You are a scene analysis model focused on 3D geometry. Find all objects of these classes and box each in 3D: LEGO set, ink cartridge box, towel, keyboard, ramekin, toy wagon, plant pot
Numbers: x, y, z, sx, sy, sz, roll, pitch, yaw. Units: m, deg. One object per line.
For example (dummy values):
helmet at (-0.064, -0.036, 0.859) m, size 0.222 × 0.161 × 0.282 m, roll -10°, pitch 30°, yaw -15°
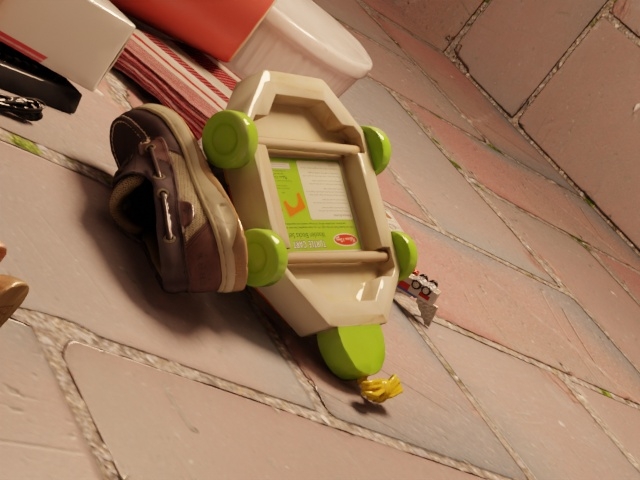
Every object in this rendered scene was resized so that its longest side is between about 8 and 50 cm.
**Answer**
LEGO set at (0.040, 0.016, 1.900) m, size 0.182 × 0.060 × 0.244 m, roll 15°, pitch 24°, yaw -28°
ink cartridge box at (-0.319, -0.270, 1.700) m, size 0.158 × 0.092 × 0.218 m, roll 29°, pitch 9°, yaw -41°
towel at (-0.155, -0.195, 2.045) m, size 0.237 × 0.037 × 0.329 m, roll 41°, pitch 14°, yaw 18°
keyboard at (-0.362, -0.191, 1.570) m, size 0.317 × 0.033 × 0.201 m, roll 18°, pitch 26°, yaw -50°
ramekin at (-0.065, -0.299, 2.366) m, size 0.273 × 0.127 × 0.273 m, roll 36°, pitch 16°, yaw -12°
toy wagon at (0.000, 0.000, 1.574) m, size 0.267 × 0.068 × 0.344 m, roll 0°, pitch 73°, yaw -56°
plant pot at (-0.166, -0.387, 2.115) m, size 0.243 × 0.275 × 0.275 m, roll 35°, pitch 16°, yaw -8°

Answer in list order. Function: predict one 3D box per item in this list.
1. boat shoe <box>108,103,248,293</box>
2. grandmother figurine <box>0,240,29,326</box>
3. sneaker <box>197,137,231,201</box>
boat shoe at (-0.156, -0.043, 1.489) m, size 0.092 × 0.103 × 0.285 m, roll -9°, pitch 38°, yaw -24°
grandmother figurine at (-0.353, -0.059, 1.094) m, size 0.342 × 0.104 × 0.208 m, roll 44°, pitch 8°, yaw 11°
sneaker at (-0.042, -0.041, 1.747) m, size 0.153 × 0.101 × 0.268 m, roll 47°, pitch 21°, yaw 21°
